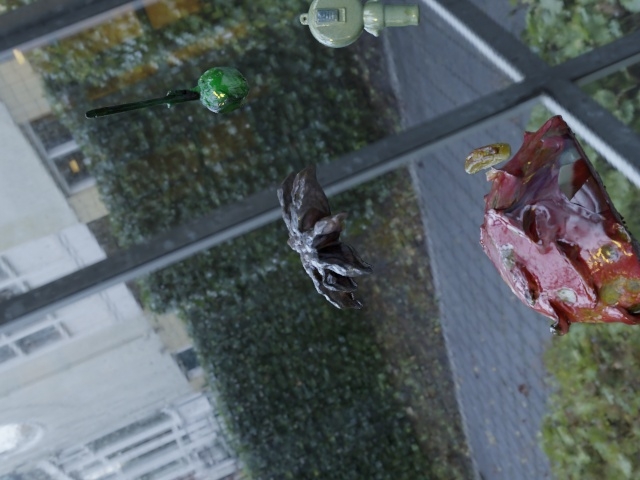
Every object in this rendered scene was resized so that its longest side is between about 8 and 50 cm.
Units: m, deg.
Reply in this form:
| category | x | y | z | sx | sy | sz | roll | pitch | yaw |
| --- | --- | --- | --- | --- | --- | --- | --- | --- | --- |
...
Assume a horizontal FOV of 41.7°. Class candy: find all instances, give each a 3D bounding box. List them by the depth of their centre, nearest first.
| category | x | y | z | sx | sy | sz | roll | pitch | yaw |
| --- | --- | --- | --- | --- | --- | --- | --- | --- | --- |
| candy | -0.289 | -0.270 | 1.604 | 0.097 | 0.324 | 0.097 | 40 | 138 | 49 |

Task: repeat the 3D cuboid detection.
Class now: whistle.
| category | x | y | z | sx | sy | sz | roll | pitch | yaw |
| --- | --- | --- | --- | --- | --- | --- | --- | --- | --- |
| whistle | 0.083 | -0.478 | 1.798 | 0.067 | 0.258 | 0.126 | -63 | -28 | -78 |

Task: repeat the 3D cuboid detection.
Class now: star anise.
| category | x | y | z | sx | sy | sz | roll | pitch | yaw |
| --- | --- | --- | --- | --- | --- | --- | --- | --- | --- |
| star anise | -0.002 | -0.001 | 0.728 | 0.141 | 0.042 | 0.141 | 60 | 166 | 25 |

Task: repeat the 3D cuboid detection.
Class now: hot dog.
| category | x | y | z | sx | sy | sz | roll | pitch | yaw |
| --- | --- | --- | --- | --- | --- | --- | --- | --- | --- |
| hot dog | 0.268 | -0.137 | 1.377 | 0.090 | 0.034 | 0.030 | -22 | 56 | 44 |

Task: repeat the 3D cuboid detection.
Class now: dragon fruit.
| category | x | y | z | sx | sy | sz | roll | pitch | yaw |
| --- | --- | --- | --- | --- | --- | --- | --- | --- | --- |
| dragon fruit | 0.243 | -0.013 | 0.923 | 0.126 | 0.161 | 0.274 | 30 | -144 | -51 |
